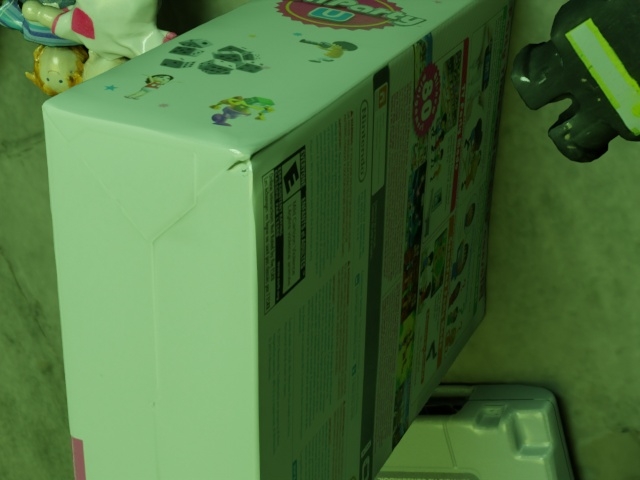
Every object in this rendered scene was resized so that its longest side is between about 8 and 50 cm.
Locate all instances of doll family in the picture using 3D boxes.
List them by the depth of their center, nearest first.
[{"bbox_3d":[-0.191,-0.161,0.748,0.263,0.118,0.163,11,130,7],"label":"doll family"}]

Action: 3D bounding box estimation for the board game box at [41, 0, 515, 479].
[{"bbox_3d":[0.000,0.000,0.598,0.097,0.303,0.224,14,119,22],"label":"board game box"}]

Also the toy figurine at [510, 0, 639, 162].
[{"bbox_3d":[0.182,-0.121,0.484,0.213,0.209,0.148,19,145,-32],"label":"toy figurine"}]

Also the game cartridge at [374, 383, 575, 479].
[{"bbox_3d":[0.036,0.193,0.830,0.294,0.060,0.196,-4,108,30],"label":"game cartridge"}]
